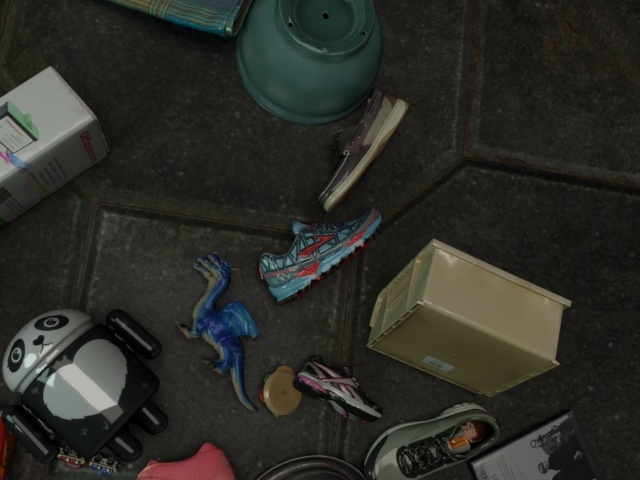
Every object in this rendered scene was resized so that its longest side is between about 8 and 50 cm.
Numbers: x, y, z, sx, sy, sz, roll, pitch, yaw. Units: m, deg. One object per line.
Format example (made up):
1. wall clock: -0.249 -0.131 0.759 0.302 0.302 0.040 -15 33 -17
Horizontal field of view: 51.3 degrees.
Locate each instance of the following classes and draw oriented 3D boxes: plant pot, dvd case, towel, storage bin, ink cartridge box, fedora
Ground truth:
1. plant pot: -0.005 -0.390 1.257 0.293 0.196 0.293 2 79 -12
2. dvd case: 0.419 0.457 1.276 0.238 0.029 0.179 -21 85 -14
3. towel: -0.284 -0.545 1.264 0.370 0.040 0.271 19 75 8
4. storage bin: 0.248 0.153 1.183 0.262 0.260 0.123 24 59 -7
5. ink cartridge box: -0.508 -0.136 1.104 0.278 0.201 0.117 -39 90 -15
6. fedora: -0.019 0.501 1.130 0.275 0.124 0.244 -26 86 -15

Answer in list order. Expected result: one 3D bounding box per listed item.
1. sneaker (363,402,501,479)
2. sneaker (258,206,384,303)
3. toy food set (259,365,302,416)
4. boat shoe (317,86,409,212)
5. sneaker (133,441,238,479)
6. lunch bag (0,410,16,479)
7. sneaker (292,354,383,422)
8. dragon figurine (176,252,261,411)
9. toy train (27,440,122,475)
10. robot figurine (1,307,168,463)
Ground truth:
1. sneaker: 0.203 0.372 1.208 0.271 0.108 0.100 -21 87 -13
2. sneaker: 0.000 0.000 1.236 0.262 0.104 0.125 -36 86 -15
3. toy food set: -0.070 0.274 1.205 0.082 0.020 0.083 -30 96 -35
4. boat shoe: 0.067 -0.180 1.287 0.092 0.103 0.285 34 71 2
5. sneaker: -0.285 0.445 1.112 0.313 0.116 0.136 -22 65 -13
6. lunch bag: -0.640 0.340 1.042 0.293 0.120 0.258 8 74 -9
7. sneaker: 0.044 0.267 1.216 0.178 0.072 0.077 33 58 -13
8. dragon figurine: -0.156 0.159 1.183 0.144 0.085 0.289 -37 87 -15
9. toy train: -0.415 0.367 1.123 0.158 0.027 0.036 17 81 -8
10. robot figurine: -0.376 0.235 1.078 0.278 0.209 0.173 44 115 -1
